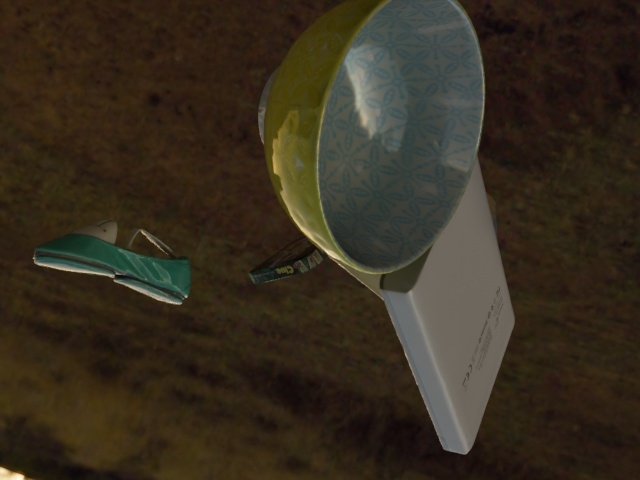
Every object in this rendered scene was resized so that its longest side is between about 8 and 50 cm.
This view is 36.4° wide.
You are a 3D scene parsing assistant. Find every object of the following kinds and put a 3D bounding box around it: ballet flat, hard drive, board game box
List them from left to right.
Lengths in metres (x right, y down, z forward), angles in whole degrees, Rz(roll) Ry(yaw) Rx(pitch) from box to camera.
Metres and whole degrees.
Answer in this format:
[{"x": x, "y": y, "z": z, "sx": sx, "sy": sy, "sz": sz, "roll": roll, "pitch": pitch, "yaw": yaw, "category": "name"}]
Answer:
[{"x": -0.278, "y": 0.019, "z": 1.325, "sx": 0.083, "sy": 0.087, "sz": 0.247, "roll": -5, "pitch": 161, "yaw": 45, "category": "ballet flat"}, {"x": 0.000, "y": 0.000, "z": 1.719, "sx": 0.136, "sy": 0.260, "sz": 0.030, "roll": -18, "pitch": 103, "yaw": 43, "category": "board game box"}, {"x": 0.171, "y": 0.080, "z": 1.219, "sx": 0.047, "sy": 0.233, "sz": 0.353, "roll": 8, "pitch": 144, "yaw": 27, "category": "hard drive"}]

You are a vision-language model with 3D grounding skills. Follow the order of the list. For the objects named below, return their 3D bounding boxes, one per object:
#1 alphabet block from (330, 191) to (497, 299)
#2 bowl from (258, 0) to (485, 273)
[{"x": 0.147, "y": -0.024, "z": 1.547, "sx": 0.197, "sy": 0.193, "sz": 0.192, "roll": 40, "pitch": 120, "yaw": -19, "category": "alphabet block"}, {"x": 0.031, "y": -0.122, "z": 1.003, "sx": 0.156, "sy": 0.289, "sz": 0.289, "roll": 16, "pitch": 164, "yaw": 37, "category": "bowl"}]
